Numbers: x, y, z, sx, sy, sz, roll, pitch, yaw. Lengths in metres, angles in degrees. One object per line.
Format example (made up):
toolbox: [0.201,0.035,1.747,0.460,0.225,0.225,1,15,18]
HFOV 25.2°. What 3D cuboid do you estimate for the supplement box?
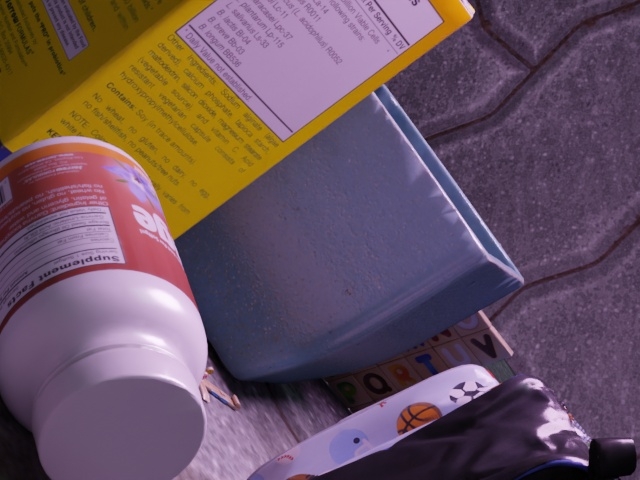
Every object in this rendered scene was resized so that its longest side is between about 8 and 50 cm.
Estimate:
supplement box: [-0.097,-0.178,1.129,0.194,0.356,0.195,44,13,-50]

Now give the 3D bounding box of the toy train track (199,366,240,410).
toy train track: [-0.087,0.117,1.171,0.083,0.014,0.048,45,12,-48]

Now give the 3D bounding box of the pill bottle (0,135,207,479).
pill bottle: [-0.135,0.043,0.841,0.121,0.121,0.216,47,11,-40]

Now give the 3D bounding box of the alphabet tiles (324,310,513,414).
alphabet tiles: [0.076,0.105,1.486,0.198,0.237,0.009,51,45,-16]

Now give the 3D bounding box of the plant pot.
plant pot: [0.000,0.000,1.300,0.247,0.252,0.248,57,9,14]

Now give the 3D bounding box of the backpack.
backpack: [0.080,0.231,0.894,0.213,0.276,0.263,-108,173,-61]
